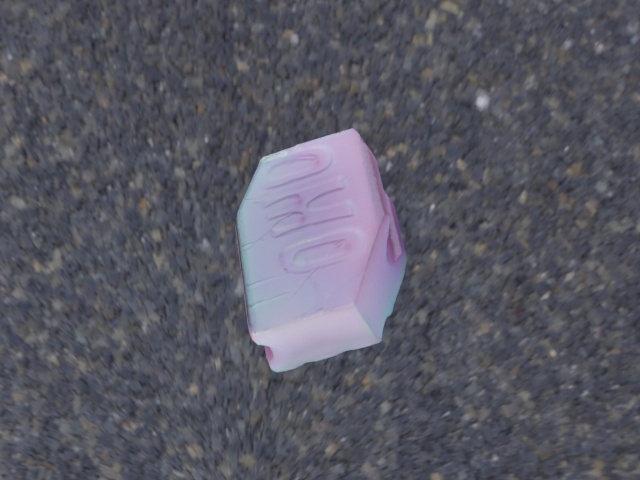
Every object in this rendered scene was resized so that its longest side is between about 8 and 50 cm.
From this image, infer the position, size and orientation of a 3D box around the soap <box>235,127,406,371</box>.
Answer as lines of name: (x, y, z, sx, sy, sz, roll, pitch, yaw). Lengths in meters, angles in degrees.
soap: (0.000, 0.000, 0.771, 0.100, 0.056, 0.149, -16, 51, 8)
